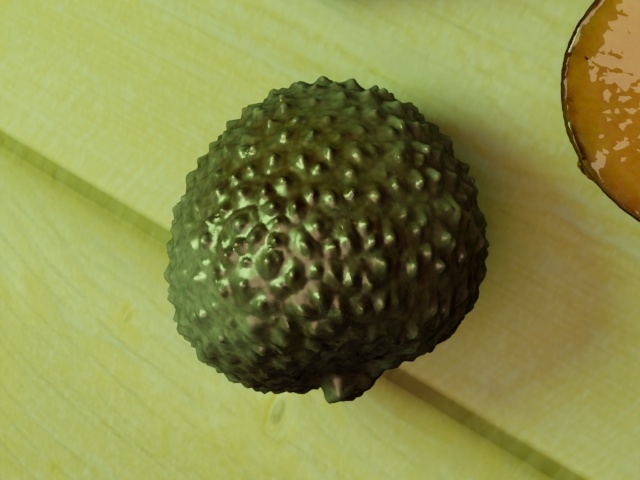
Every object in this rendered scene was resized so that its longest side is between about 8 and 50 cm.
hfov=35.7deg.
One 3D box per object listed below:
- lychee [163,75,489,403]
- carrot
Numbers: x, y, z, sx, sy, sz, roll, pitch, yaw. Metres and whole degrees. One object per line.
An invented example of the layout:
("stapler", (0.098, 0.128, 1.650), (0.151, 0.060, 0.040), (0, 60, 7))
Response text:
("lychee", (-0.004, 0.003, 0.876), (0.300, 0.300, 0.300), (5, 103, 23))
("carrot", (0.345, -0.105, 0.798), (0.307, 0.100, 0.258), (27, 114, 12))
